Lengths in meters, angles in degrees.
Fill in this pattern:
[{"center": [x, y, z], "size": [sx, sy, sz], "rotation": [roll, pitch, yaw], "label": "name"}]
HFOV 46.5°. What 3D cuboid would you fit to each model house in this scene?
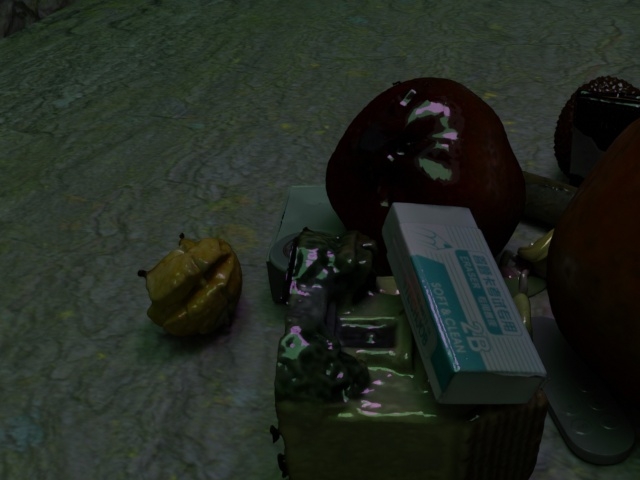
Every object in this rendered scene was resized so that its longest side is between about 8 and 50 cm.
[{"center": [0.104, 0.129, 0.819], "size": [0.267, 0.261, 0.321], "rotation": [2, 40, 10], "label": "model house"}]

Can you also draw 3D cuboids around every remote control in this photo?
[{"center": [0.304, 0.176, 0.918], "size": [0.077, 0.022, 0.245], "rotation": [-8, 33, -4], "label": "remote control"}]

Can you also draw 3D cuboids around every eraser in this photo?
[{"center": [0.133, 0.055, 0.728], "size": [0.096, 0.052, 0.225], "rotation": [3, 43, -16], "label": "eraser"}]

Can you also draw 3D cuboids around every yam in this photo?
[{"center": [0.422, -0.036, 1.176], "size": [0.083, 0.083, 0.372], "rotation": [-29, 39, -29], "label": "yam"}]

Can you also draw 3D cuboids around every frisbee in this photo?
[{"center": [-0.020, 0.017, 1.084], "size": [0.110, 0.014, 0.110], "rotation": [-5, 34, 4], "label": "frisbee"}]

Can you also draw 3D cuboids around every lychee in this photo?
[{"center": [0.498, -0.181, 1.294], "size": [0.195, 0.194, 0.194], "rotation": [-5, 33, 3], "label": "lychee"}]

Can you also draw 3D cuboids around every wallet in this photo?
[{"center": [0.513, -0.113, 1.143], "size": [0.262, 0.220, 0.071], "rotation": [16, 44, 31], "label": "wallet"}]

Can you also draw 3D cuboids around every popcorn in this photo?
[{"center": [-0.183, 0.065, 1.081], "size": [0.152, 0.148, 0.167], "rotation": [34, 19, 9], "label": "popcorn"}]

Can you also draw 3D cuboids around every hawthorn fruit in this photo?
[{"center": [0.159, -0.073, 1.082], "size": [0.295, 0.311, 0.295], "rotation": [-22, 39, 19], "label": "hawthorn fruit"}, {"center": [0.459, 0.005, 0.818], "size": [0.403, 0.402, 0.402], "rotation": [-5, 33, 3], "label": "hawthorn fruit"}]

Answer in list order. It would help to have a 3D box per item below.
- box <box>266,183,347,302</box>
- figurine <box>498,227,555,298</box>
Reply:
[{"center": [0.000, 0.000, 1.195], "size": [0.130, 0.086, 0.225], "rotation": [-1, 33, 9], "label": "box"}, {"center": [0.294, 0.040, 1.092], "size": [0.188, 0.083, 0.083], "rotation": [-21, 34, -3], "label": "figurine"}]
